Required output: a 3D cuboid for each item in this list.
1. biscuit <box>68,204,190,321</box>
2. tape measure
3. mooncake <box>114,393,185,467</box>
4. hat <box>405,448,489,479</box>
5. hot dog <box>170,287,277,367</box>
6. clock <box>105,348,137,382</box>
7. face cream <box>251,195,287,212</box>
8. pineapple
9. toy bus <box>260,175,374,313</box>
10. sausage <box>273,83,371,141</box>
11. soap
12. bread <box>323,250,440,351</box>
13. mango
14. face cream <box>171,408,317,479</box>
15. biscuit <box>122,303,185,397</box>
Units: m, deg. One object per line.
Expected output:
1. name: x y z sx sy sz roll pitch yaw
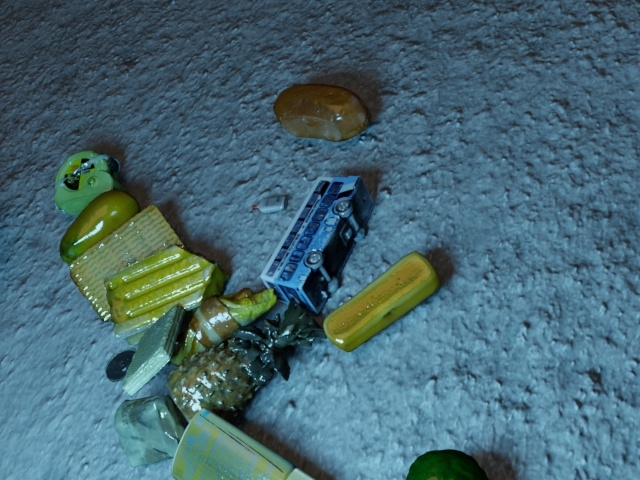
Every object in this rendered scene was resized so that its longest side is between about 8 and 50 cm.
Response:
1. biscuit: -0.436 0.053 1.818 0.254 0.029 0.172 -36 78 -7
2. tape measure: -0.605 -0.148 2.069 0.199 0.106 0.175 -15 61 17
3. mooncake: -0.313 0.351 1.491 0.125 0.130 0.073 -15 15 16
4. hat: 0.080 0.460 1.135 0.285 0.285 0.400 1 35 27
5. hot dog: -0.210 0.159 1.598 0.261 0.093 0.123 -35 5 0
6. clock: -0.422 0.265 1.693 0.083 0.010 0.074 -34 45 -3
7. face cream: -0.119 -0.082 1.826 0.083 0.021 0.040 -6 50 22
8. pineapple: -0.132 0.234 1.497 0.310 0.141 0.170 -33 35 -12
9. toy bus: 0.000 0.000 1.644 0.131 0.106 0.297 9 56 34
10. sausage: 0.002 -0.309 1.888 0.258 0.133 0.133 13 59 35
11. soap: -0.329 0.105 1.715 0.257 0.080 0.160 -23 63 6
12. bread: 0.115 0.120 1.504 0.239 0.074 0.093 -36 62 -3
13. mango: -0.527 -0.028 1.901 0.120 0.151 0.221 45 84 4
14. face cream: -0.120 0.409 1.335 0.285 0.067 0.139 25 96 28
15. biscuit: -0.327 0.212 1.564 0.121 0.040 0.199 -42 17 14
